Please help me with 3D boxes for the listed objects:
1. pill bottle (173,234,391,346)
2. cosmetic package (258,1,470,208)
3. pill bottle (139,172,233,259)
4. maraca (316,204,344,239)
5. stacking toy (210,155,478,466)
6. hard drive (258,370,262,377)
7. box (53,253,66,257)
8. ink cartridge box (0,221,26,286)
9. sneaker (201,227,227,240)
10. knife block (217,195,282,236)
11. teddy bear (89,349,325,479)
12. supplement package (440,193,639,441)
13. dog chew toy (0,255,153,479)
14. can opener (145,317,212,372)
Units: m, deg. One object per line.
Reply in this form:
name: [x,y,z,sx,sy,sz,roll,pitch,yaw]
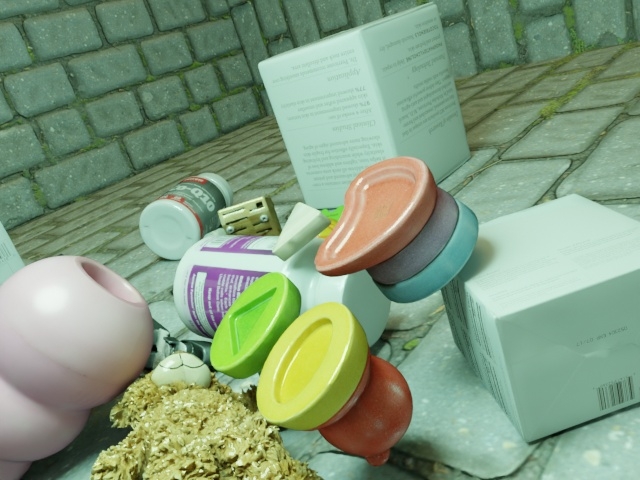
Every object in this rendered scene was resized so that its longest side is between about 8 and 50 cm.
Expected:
pill bottle: [-0.057,0.077,0.824,0.302,0.169,0.169,2,28,37]
cosmetic package: [0.118,-0.318,1.392,0.330,0.393,0.327,1,28,43]
pill bottle: [-0.345,-0.077,1.505,0.161,0.161,0.283,-12,21,18]
maraca: [0.000,0.000,1.060,0.127,0.099,0.185,-8,40,30]
stacking toy: [0.029,0.072,0.626,0.280,0.130,0.308,-8,47,57]
hard drive: [-0.023,0.149,0.717,0.135,0.094,0.022,-9,21,25]
box: [-0.494,0.070,1.030,0.083,0.062,0.052,-29,21,-29]
ink cartridge box: [-0.745,0.073,1.110,0.151,0.395,0.270,-10,21,21]
sneaker: [-0.235,0.052,1.207,0.086,0.085,0.237,-41,18,17]
knife block: [-0.135,-0.047,1.142,0.088,0.275,0.242,-19,49,-1]
teddy bear: [-0.128,0.214,0.617,0.245,0.113,0.338,-18,20,-5]
supplement package: [0.250,0.068,0.607,0.194,0.149,0.203,-19,20,0]
dog chew toy: [-0.372,0.184,0.729,0.331,0.207,0.206,-52,24,-2]
can opener: [-0.260,0.175,0.924,0.093,0.074,0.280,10,1,-38]
